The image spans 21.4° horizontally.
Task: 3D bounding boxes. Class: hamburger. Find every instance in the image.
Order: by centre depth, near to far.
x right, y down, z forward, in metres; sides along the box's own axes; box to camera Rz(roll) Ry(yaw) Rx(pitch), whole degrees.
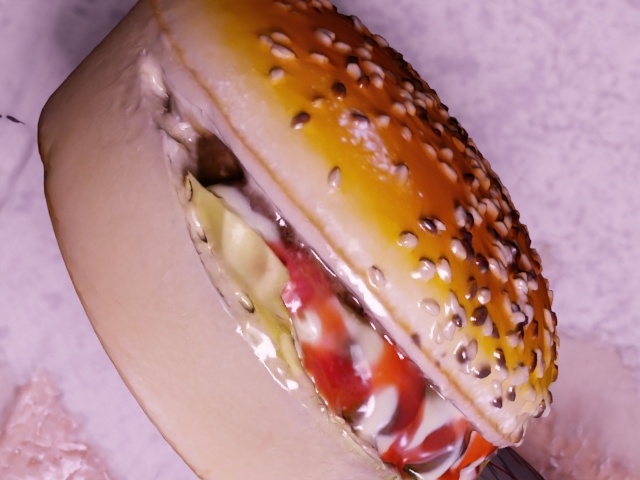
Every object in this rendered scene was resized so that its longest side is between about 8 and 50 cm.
[{"bbox_3d":[0.000,0.000,0.823,0.176,0.300,0.300,-34,106,13],"label":"hamburger"}]

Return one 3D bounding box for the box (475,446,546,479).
[{"bbox_3d":[0.091,0.171,0.929,0.133,0.182,0.099,34,93,-12],"label":"box"}]
